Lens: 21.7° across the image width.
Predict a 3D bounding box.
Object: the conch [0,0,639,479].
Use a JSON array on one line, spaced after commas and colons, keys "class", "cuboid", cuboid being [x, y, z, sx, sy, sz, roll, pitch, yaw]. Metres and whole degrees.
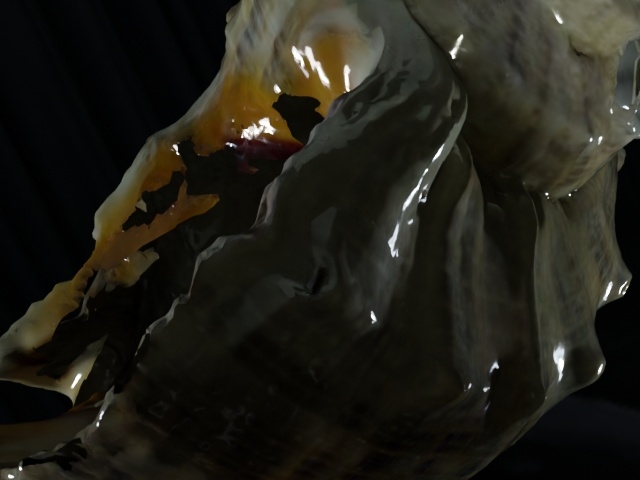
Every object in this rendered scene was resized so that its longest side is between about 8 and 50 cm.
[{"class": "conch", "cuboid": [0.015, 0.005, 0.529, 0.291, 0.159, 0.210, -49, -157, 32]}]
